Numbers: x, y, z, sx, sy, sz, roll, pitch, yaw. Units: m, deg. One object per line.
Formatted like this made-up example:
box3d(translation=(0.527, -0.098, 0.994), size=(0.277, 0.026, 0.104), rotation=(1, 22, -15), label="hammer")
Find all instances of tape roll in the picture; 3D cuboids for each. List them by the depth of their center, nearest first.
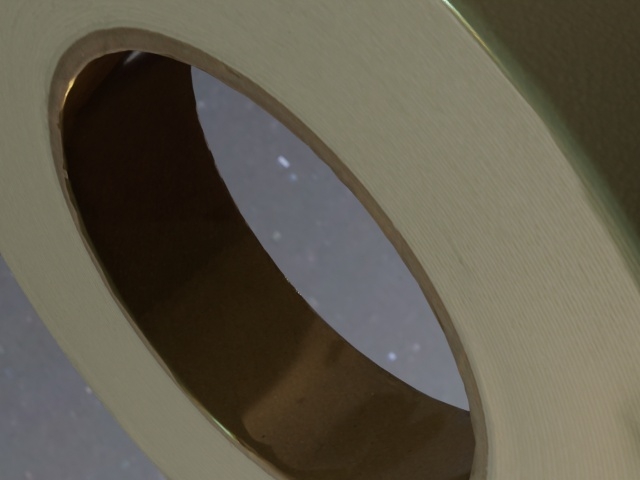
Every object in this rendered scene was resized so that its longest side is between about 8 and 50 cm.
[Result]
box3d(translation=(0.000, 0.000, 0.573), size=(0.072, 0.392, 0.392), rotation=(-39, -39, -28), label="tape roll")
